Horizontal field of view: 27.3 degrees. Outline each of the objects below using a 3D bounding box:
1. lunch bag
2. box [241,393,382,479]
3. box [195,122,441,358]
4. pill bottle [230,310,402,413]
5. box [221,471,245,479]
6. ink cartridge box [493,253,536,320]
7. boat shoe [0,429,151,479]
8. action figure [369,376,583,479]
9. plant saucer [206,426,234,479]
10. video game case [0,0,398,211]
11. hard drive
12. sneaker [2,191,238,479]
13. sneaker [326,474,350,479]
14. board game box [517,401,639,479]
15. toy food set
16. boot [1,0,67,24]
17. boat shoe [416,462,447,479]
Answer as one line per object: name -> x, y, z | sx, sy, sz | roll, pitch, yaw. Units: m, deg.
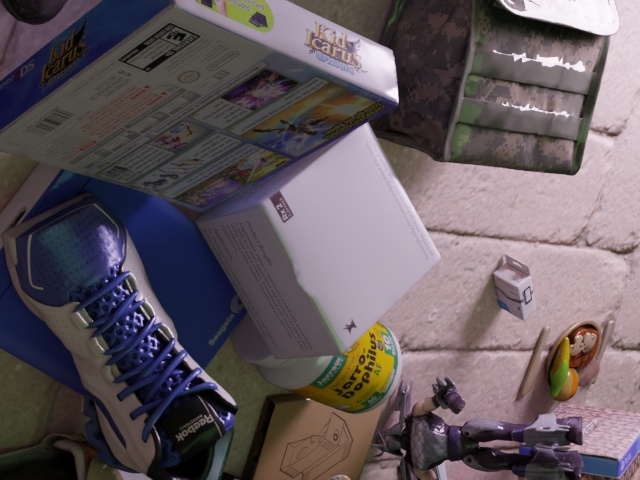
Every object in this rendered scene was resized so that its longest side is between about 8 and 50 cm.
lunch bag -> 0.203, -0.230, 1.475 | 0.235, 0.169, 0.287 | 4, 103, -42
box -> -0.011, 0.265, 1.673 | 0.201, 0.021, 0.164 | 0, 113, -44
box -> 0.000, 0.000, 1.375 | 0.182, 0.119, 0.181 | -40, 109, -36
pill bottle -> -0.006, 0.123, 1.518 | 0.208, 0.117, 0.118 | 29, 92, -49
box -> -0.057, 0.471, 1.622 | 0.295, 0.073, 0.293 | 24, 98, -19
ink cartridge box -> 0.264, 0.064, 1.798 | 0.028, 0.048, 0.083 | -37, 133, -23
boat shoe -> -0.251, 0.257, 1.365 | 0.302, 0.113, 0.103 | -13, 123, -42
action figure -> 0.200, 0.267, 1.729 | 0.099, 0.284, 0.185 | -62, 150, -68
plant saucer -> -0.121, 0.255, 1.503 | 0.119, 0.021, 0.119 | 17, 90, -88
video game case -> -0.113, -0.124, 1.132 | 0.244, 0.269, 0.061 | 19, 58, -40
hard drive -> -0.208, 0.052, 1.336 | 0.210, 0.040, 0.318 | -54, 139, -5
sneaker -> -0.163, 0.112, 1.227 | 0.127, 0.182, 0.316 | -33, 122, -27
sneaker -> 0.010, 0.338, 1.703 | 0.083, 0.032, 0.037 | -47, 152, -3
board game box -> 0.378, 0.408, 1.894 | 0.232, 0.141, 0.291 | -19, 112, -63
toy food set -> 0.391, 0.183, 2.001 | 0.192, 0.038, 0.132 | -2, 115, -44
boot -> -0.141, -0.270, 1.060 | 0.091, 0.229, 0.263 | 25, 94, -49
boat shoe -> 0.158, 0.359, 1.859 | 0.040, 0.049, 0.142 | -17, 102, -24
